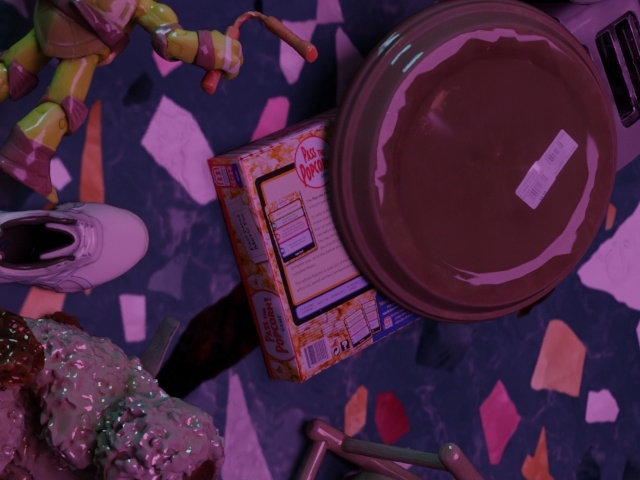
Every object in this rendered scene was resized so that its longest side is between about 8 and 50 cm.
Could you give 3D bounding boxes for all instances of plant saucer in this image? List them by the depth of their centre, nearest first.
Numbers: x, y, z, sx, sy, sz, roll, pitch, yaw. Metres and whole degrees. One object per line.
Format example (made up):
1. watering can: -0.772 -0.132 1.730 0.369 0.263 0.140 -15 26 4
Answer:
1. plant saucer: 0.138 -0.064 1.355 0.278 0.041 0.278 -4 100 -25

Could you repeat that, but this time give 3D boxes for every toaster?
1. toaster: 0.217 -0.134 1.485 0.168 0.110 0.185 -34 112 -34

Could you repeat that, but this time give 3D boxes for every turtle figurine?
1. turtle figurine: -0.154 -0.137 1.111 0.217 0.269 0.087 -55 163 -2

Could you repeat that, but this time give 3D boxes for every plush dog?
1. plush dog: -0.224 0.107 1.072 0.225 0.262 0.210 28 39 -47

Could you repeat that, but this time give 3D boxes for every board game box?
1. board game box: 0.000 0.000 1.345 0.147 0.045 0.193 -25 106 -37

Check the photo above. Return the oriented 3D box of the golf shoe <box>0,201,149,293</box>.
1. golf shoe: -0.185 0.006 1.164 0.176 0.086 0.069 -6 93 -42

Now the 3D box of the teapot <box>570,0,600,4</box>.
1. teapot: 0.210 -0.293 1.384 0.252 0.256 0.187 12 71 -67

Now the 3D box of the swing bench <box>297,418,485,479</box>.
1. swing bench: 0.074 0.320 1.343 0.255 0.165 0.253 41 65 -39

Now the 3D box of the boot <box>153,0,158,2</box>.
1. boot: -0.129 -0.230 1.206 0.118 0.042 0.087 73 24 -59
